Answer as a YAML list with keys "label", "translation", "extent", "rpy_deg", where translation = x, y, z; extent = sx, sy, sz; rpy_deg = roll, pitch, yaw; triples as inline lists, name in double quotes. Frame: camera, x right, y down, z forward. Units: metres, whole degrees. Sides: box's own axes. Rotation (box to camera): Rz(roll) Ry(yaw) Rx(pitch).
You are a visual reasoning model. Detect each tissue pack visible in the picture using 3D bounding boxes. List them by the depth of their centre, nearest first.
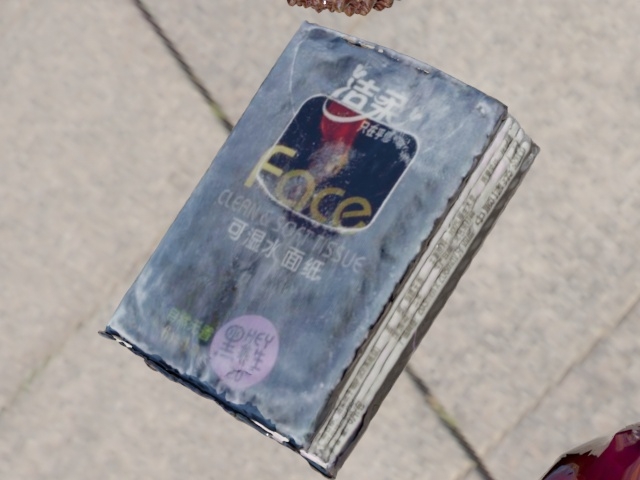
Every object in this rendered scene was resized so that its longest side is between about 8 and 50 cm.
- label: "tissue pack"
  translation: [0.000, 0.000, 1.619]
  extent: [0.259, 0.122, 0.361]
  rpy_deg: [29, 83, 34]

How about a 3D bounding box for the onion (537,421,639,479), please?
- label: "onion"
  translation: [0.349, 0.321, 1.371]
  extent: [0.420, 0.398, 0.398]
  rpy_deg: [-8, 48, -14]

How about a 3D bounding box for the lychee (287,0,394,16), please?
- label: "lychee"
  translation: [0.017, -0.235, 1.186]
  extent: [0.188, 0.188, 0.188]
  rpy_deg: [-21, 54, 31]
